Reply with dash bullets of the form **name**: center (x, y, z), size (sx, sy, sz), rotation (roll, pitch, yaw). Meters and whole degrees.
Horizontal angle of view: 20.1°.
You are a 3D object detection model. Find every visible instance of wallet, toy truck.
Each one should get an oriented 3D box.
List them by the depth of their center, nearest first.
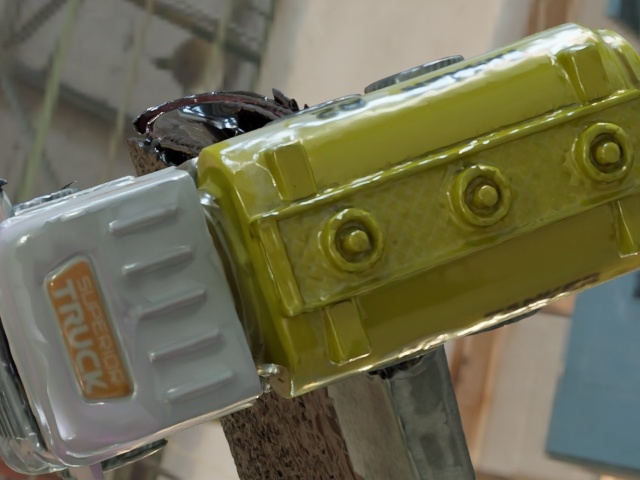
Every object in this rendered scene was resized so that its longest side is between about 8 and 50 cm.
- **toy truck**: center (0.000, 0.000, 0.571), size (0.226, 0.114, 0.098), rotation (-19, -89, -17)
- **wallet**: center (-0.003, 0.055, 0.780), size (0.071, 0.262, 0.221), rotation (-18, -73, -17)
